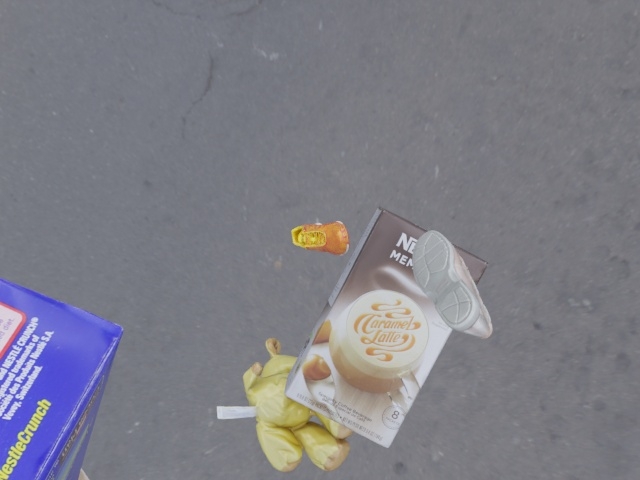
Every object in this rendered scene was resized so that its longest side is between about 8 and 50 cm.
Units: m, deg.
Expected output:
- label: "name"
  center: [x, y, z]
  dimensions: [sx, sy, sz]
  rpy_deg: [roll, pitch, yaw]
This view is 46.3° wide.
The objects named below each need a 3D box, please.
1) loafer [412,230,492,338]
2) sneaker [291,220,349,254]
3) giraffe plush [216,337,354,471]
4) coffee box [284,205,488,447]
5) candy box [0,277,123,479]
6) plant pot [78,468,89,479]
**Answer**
- label: "loafer"
  center: [0.117, 0.041, 0.668]
  dimensions: [0.039, 0.125, 0.045]
  rpy_deg: [35, 112, -31]
- label: "sneaker"
  center: [0.000, 0.000, 1.355]
  dimensions: [0.067, 0.175, 0.064]
  rpy_deg: [-11, 93, -25]
- label: "giraffe plush"
  center: [-0.043, 0.244, 1.183]
  dimensions: [0.210, 0.170, 0.181]
  rpy_deg: [15, 105, 0]
- label: "coffee box"
  center: [0.075, 0.099, 0.901]
  dimensions: [0.141, 0.098, 0.246]
  rpy_deg: [27, 94, -1]
- label: "candy box"
  center: [-0.243, 0.199, 0.433]
  dimensions: [0.122, 0.317, 0.268]
  rpy_deg: [26, 52, -5]
- label: "plant pot"
  center: [-0.532, 0.476, 1.278]
  dimensions: [0.191, 0.284, 0.284]
  rpy_deg: [-39, 79, -3]
